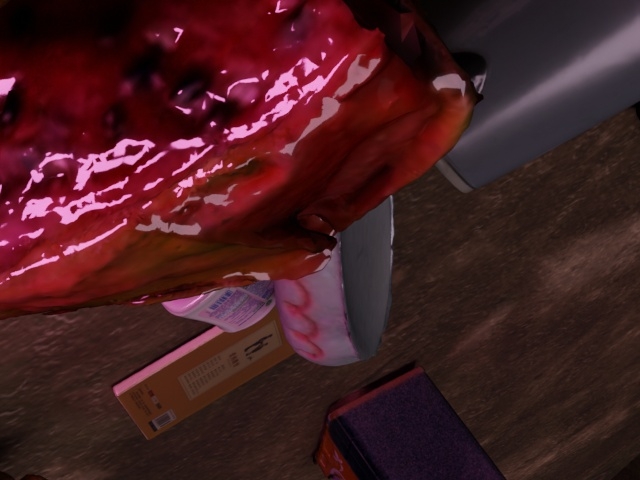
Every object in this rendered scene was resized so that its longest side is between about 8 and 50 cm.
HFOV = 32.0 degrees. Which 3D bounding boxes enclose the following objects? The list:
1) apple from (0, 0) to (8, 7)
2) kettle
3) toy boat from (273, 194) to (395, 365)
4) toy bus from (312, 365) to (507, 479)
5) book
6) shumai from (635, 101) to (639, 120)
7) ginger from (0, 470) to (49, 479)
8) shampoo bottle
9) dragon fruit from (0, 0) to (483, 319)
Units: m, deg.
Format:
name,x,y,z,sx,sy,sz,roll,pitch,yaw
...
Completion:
name,x,y,z,sx,sy,sz,roll,pitch,yaw
apple,-0.128,-0.138,0.269,0.181,0.181,0.168,-30,174,-12
kettle,0.151,-0.146,0.671,0.243,0.160,0.210,-35,-176,15
toy boat,0.000,0.000,0.738,0.078,0.134,0.208,6,141,13
toy bus,0.122,0.289,1.201,0.138,0.275,0.167,-24,151,-24
book,-0.082,0.101,0.924,0.172,0.012,0.118,-30,154,-11
shumai,0.452,-0.108,0.992,0.283,0.217,0.346,-24,155,-24
ginger,-0.287,0.156,0.695,0.166,0.080,0.333,-48,150,-9
shampoo bottle,-0.064,0.029,0.785,0.072,0.043,0.099,-46,155,6
dragon fruit,-0.052,-0.094,0.470,0.330,0.302,0.240,-22,123,-61
